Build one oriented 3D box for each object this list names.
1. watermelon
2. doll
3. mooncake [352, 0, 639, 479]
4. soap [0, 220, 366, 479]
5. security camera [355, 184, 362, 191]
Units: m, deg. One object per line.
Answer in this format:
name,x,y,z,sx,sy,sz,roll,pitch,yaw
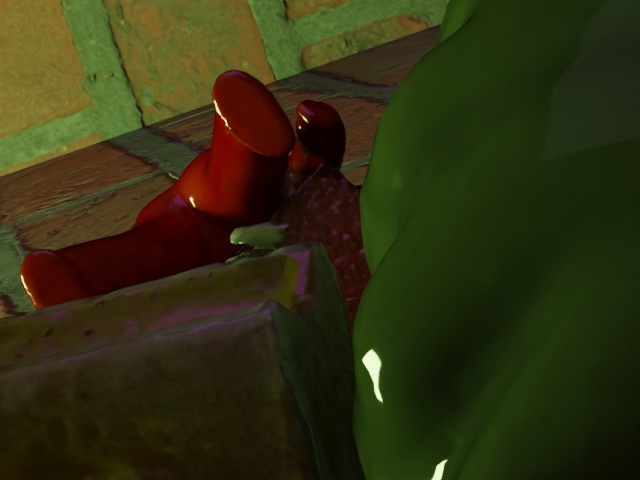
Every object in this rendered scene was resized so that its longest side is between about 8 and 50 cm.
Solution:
watermelon,0.021,0.050,0.933,0.137,0.145,0.193,-62,-13,23
doll,-0.054,-0.003,1.058,0.188,0.099,0.384,-43,-6,5
mooncake,0.175,-0.018,0.429,0.351,0.187,0.351,-31,41,32
soap,-0.108,0.113,0.587,0.274,0.173,0.089,-15,13,17
security camera,0.000,0.000,1.316,0.092,0.058,0.058,-21,8,33
